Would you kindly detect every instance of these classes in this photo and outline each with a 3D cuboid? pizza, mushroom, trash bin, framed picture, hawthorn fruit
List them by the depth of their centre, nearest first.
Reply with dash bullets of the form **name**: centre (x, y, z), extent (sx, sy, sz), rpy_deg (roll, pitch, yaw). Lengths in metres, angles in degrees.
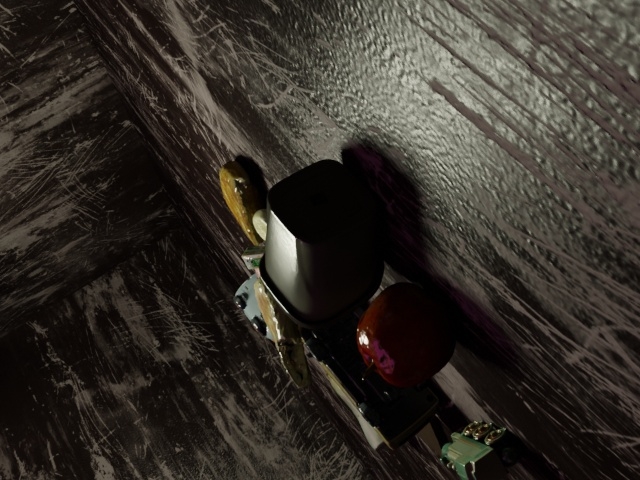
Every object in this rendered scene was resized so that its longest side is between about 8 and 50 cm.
- **hawthorn fruit**: centre (0.142, 0.182, 1.324), extent (0.179, 0.200, 0.179), rpy_deg (49, 169, 13)
- **trash bin**: centre (0.000, 0.000, 1.387), extent (0.220, 0.219, 0.250), rpy_deg (47, 157, 28)
- **framed picture**: centre (0.277, 0.486, 1.910), extent (0.128, 0.023, 0.168), rpy_deg (36, 155, 54)
- **pizza**: centre (-0.235, -0.152, 2.097), extent (0.258, 0.087, 0.268), rpy_deg (51, 165, 40)
- **mushroom**: centre (0.126, 0.498, 2.251), extent (0.328, 0.122, 0.159), rpy_deg (54, 157, 13)

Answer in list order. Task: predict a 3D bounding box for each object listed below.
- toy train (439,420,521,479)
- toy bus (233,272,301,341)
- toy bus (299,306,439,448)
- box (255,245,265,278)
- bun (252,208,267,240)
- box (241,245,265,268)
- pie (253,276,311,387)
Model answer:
- **toy train**: centre (0.310, 0.423, 1.451), extent (0.080, 0.125, 0.194), rpy_deg (61, 165, -3)
- **toy bus**: centre (-0.140, 0.236, 2.472), extent (0.288, 0.194, 0.232), rpy_deg (41, 172, 46)
- **toy bus**: centre (0.115, 0.325, 1.792), extent (0.365, 0.177, 0.202), rpy_deg (48, 170, 26)
- **box**: centre (-0.125, 0.076, 2.115), extent (0.135, 0.151, 0.151), rpy_deg (63, 167, 9)
- **bun**: centre (-0.129, -0.043, 2.002), extent (0.115, 0.069, 0.115), rpy_deg (35, 151, 23)
- **box**: centre (-0.120, 0.043, 1.997), extent (0.207, 0.041, 0.049), rpy_deg (-5, 125, 31)
- **pie**: centre (-0.102, 0.228, 1.936), extent (0.337, 0.075, 0.337), rpy_deg (160, 90, -81)
